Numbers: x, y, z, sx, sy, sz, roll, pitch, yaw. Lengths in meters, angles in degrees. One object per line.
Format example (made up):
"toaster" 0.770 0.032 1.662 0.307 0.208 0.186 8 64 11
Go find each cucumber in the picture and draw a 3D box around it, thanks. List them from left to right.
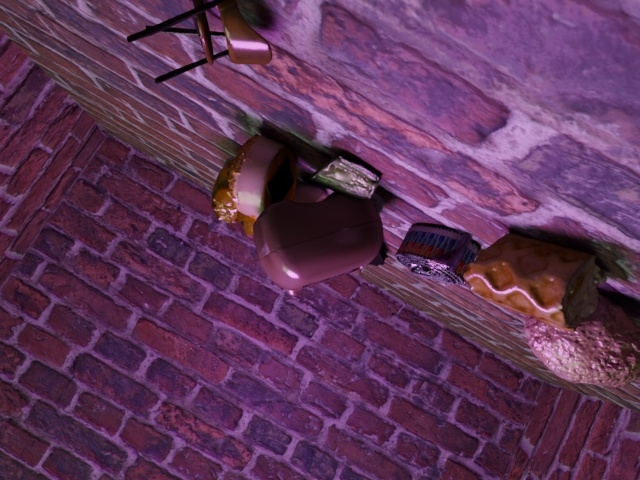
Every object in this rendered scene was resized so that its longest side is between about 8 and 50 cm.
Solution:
"cucumber" 0.079 -0.197 1.235 0.193 0.115 0.086 25 -146 2

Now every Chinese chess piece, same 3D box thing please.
"Chinese chess piece" -0.076 -0.055 1.646 0.140 0.338 0.338 17 167 15

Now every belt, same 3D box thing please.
"belt" 0.389 0.060 1.405 0.207 0.160 0.295 35 170 -29

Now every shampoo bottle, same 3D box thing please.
"shampoo bottle" 0.189 -0.113 1.456 0.069 0.041 0.190 22 169 14

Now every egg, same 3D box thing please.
"egg" 0.744 0.273 1.186 0.310 0.279 0.279 11 160 46

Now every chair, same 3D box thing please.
"chair" -0.234 -0.416 0.815 0.247 0.172 0.159 -13 172 -6

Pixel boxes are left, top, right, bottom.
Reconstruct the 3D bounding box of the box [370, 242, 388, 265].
"box" 0.121 0.029 1.936 0.350 0.091 0.359 2 159 20

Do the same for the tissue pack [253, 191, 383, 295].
"tissue pack" 0.000 0.000 1.320 0.277 0.387 0.267 69 157 8

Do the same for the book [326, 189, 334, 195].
"book" 0.083 -0.174 1.504 0.157 0.026 0.231 27 170 12

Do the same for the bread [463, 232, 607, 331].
"bread" 0.544 0.102 1.058 0.252 0.238 0.196 27 137 56

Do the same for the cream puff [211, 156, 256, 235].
"cream puff" -0.306 -0.168 1.731 0.378 0.275 0.378 53 162 25

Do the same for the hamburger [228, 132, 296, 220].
"hamburger" -0.201 -0.209 1.415 0.179 0.276 0.294 14 147 18

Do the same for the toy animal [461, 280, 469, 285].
"toy animal" 0.502 0.125 1.650 0.233 0.084 0.148 23 170 20
